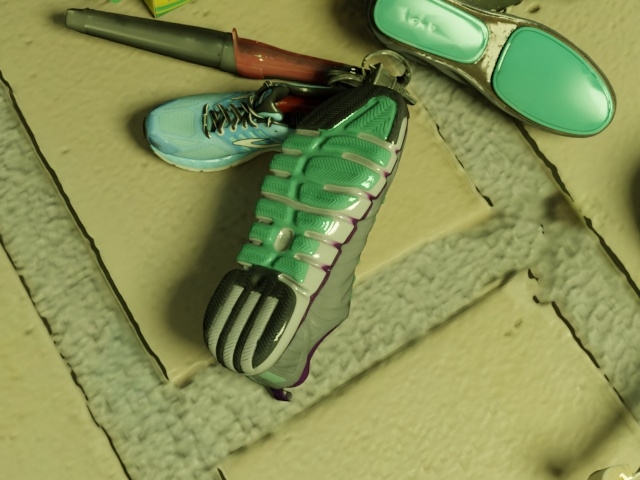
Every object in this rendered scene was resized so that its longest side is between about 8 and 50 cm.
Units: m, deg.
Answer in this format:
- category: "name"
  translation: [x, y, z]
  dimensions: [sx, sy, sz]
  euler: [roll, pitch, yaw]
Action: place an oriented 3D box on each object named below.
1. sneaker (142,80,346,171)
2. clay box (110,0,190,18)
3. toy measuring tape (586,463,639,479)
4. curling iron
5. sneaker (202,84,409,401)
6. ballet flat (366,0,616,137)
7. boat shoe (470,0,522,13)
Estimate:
- category: "sneaker"
  translation: [-0.049, -0.094, 0.729]
  dimensions: [0.162, 0.073, 0.063]
  euler: [-6, 72, -6]
- category: "clay box"
  translation: [-0.095, -0.272, 0.800]
  dimensions: [0.222, 0.053, 0.127]
  euler: [-30, 75, -12]
- category: "toy measuring tape"
  translation: [0.261, 0.026, 0.688]
  dimensions: [0.121, 0.121, 0.330]
  euler: [43, 73, 11]
- category: "curling iron"
  translation: [-0.058, -0.146, 0.754]
  dimensions: [0.274, 0.068, 0.035]
  euler: [13, 81, 3]
- category: "sneaker"
  translation: [0.000, 0.000, 0.692]
  dimensions: [0.083, 0.098, 0.224]
  euler: [22, 73, 31]
- category: "ballet flat"
  translation: [0.128, -0.142, 0.755]
  dimensions: [0.203, 0.074, 0.074]
  euler: [26, 71, -4]
- category: "boat shoe"
  translation: [0.130, -0.213, 0.790]
  dimensions: [0.219, 0.078, 0.070]
  euler: [12, 106, -2]
